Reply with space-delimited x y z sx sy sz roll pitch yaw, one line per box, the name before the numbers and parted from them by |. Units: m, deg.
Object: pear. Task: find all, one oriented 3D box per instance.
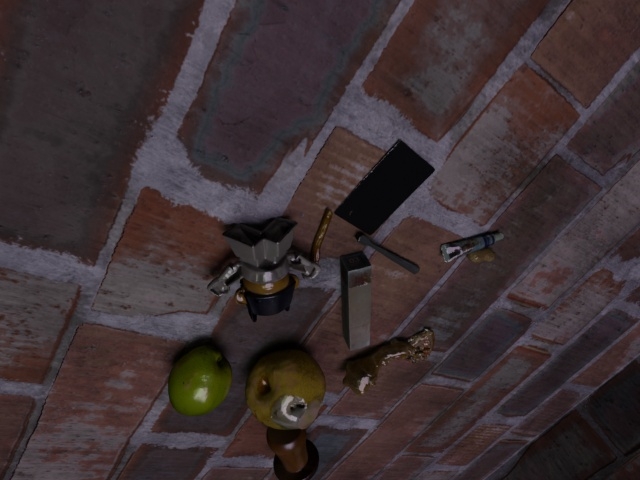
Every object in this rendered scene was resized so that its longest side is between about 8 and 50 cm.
pear | -0.359 0.421 1.292 0.187 0.187 0.220 26 99 -34
pear | -0.108 0.488 1.405 0.271 0.271 0.271 -10 128 -13

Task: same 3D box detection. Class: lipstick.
lipstick | 0.114 0.205 1.360 0.079 0.076 0.371 -14 129 -12

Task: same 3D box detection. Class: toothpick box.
toothpick box | -0.113 0.831 1.691 0.192 0.192 0.294 -16 123 -8

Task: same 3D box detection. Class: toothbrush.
toothbrush | 0.212 0.043 1.305 0.297 0.030 0.030 28 104 -35

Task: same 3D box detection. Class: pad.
pad | 0.175 -0.137 1.169 0.159 0.009 0.265 29 113 -35

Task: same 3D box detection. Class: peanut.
peanut | 0.537 0.049 1.416 0.113 0.054 0.054 0 126 -22

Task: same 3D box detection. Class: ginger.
ginger | 0.212 0.459 1.562 0.294 0.131 0.086 -27 149 -2

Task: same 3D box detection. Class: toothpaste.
toothpaste | 0.494 0.014 1.378 0.216 0.037 0.062 -16 94 -7

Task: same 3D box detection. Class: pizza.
pizza | 0.347 0.419 1.628 0.195 0.052 0.185 -9 125 -13

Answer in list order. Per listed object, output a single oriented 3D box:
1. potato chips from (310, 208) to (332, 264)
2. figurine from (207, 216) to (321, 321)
potato chips | 0.000 0.000 1.193 0.026 0.037 0.204 -2 122 -31
figurine | -0.150 0.090 1.136 0.308 0.143 0.308 1 119 1
